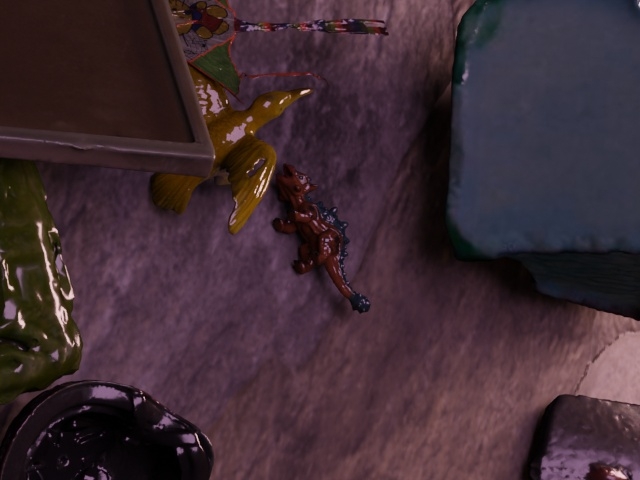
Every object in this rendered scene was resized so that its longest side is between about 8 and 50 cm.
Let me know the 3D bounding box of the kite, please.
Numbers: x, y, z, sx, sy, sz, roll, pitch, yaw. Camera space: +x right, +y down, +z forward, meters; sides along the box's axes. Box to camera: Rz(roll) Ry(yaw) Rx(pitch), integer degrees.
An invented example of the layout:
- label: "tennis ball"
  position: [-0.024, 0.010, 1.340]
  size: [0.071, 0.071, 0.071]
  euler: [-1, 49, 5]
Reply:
- label: "kite"
  position: [-0.055, -0.191, 1.610]
  size: [0.244, 0.006, 0.198]
  euler: [2, 47, -13]

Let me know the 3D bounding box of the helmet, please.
- label: "helmet"
  position: [-0.184, 0.184, 1.435]
  size: [0.177, 0.107, 0.153]
  euler: [33, 81, -25]

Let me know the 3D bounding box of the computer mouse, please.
- label: "computer mouse"
  position: [0.336, 0.244, 1.754]
  size: [0.295, 0.087, 0.168]
  euler: [13, 75, -26]

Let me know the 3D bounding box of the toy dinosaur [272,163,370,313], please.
- label: "toy dinosaur"
  position: [0.000, 0.000, 1.631]
  size: [0.055, 0.049, 0.154]
  euler: [-29, 89, -36]

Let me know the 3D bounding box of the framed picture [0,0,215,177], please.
- label: "framed picture"
  position: [-0.319, -0.188, 1.389]
  size: [0.446, 0.028, 0.326]
  euler: [5, 46, -27]

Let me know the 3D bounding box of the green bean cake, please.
- label: "green bean cake"
  position: [-0.327, 0.021, 1.363]
  size: [0.250, 0.156, 0.247]
  euler: [-13, 86, -33]

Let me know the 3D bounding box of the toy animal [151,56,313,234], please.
- label: "toy animal"
  position: [-0.080, -0.091, 1.581]
  size: [0.155, 0.095, 0.219]
  euler: [-21, 59, -33]

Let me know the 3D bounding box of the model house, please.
- label: "model house"
  position: [0.264, -0.080, 1.748]
  size: [0.249, 0.230, 0.280]
  euler: [39, 54, -66]
